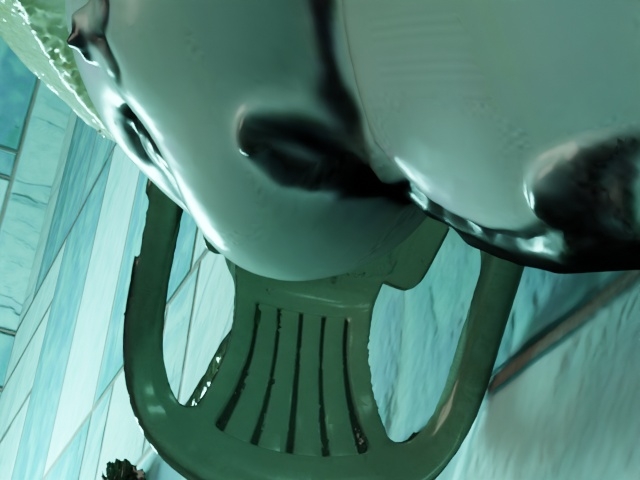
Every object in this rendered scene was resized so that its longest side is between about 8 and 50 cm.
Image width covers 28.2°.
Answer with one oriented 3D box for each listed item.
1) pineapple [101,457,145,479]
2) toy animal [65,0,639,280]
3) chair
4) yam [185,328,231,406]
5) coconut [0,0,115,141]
[{"bbox_3d":[-0.218,0.291,1.322,0.159,0.074,0.074,-84,20,-57],"label":"pineapple"},{"bbox_3d":[0.033,-0.103,0.528,0.310,0.251,0.251,10,82,41],"label":"toy animal"},{"bbox_3d":[0.000,0.000,0.746,0.275,0.203,0.190,-88,11,-61],"label":"chair"},{"bbox_3d":[-0.054,0.089,1.034,0.274,0.061,0.061,127,155,-47],"label":"yam"},{"bbox_3d":[-0.132,-0.314,1.133,0.404,0.404,0.404,-162,90,-72],"label":"coconut"}]
